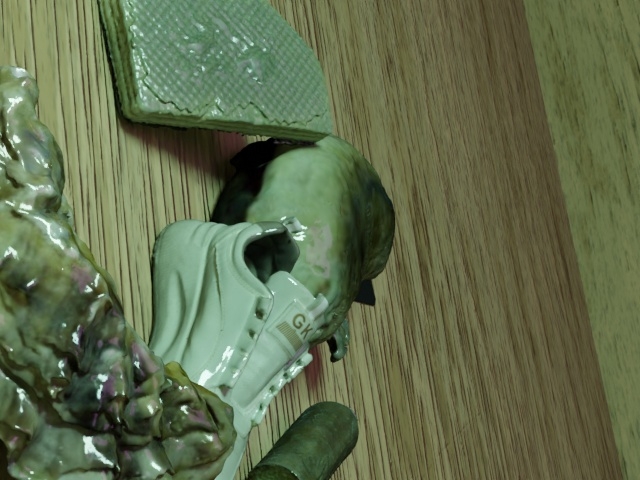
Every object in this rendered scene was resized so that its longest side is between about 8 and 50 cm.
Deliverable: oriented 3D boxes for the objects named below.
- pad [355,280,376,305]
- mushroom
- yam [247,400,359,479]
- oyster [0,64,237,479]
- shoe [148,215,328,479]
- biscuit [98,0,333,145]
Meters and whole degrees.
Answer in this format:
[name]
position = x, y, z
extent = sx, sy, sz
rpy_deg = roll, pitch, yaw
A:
[pad]
position = 0.033, 0.000, 1.919
extent = 0.112, 0.003, 0.157
rpy_deg = 19, 56, -65
[mushroom]
position = 0.002, -0.001, 1.657
extent = 0.247, 0.130, 0.344
rpy_deg = 68, 21, -1
[yam]
position = -0.017, 0.215, 1.526
extent = 0.068, 0.068, 0.169
rpy_deg = 70, 24, -9
[oyster]
position = -0.184, 0.044, 1.147
extent = 0.238, 0.115, 0.351
rpy_deg = -36, 108, -69
[shoe]
position = -0.065, 0.094, 1.364
extent = 0.124, 0.159, 0.316
rpy_deg = 54, 25, -45
[biscuit]
position = -0.094, -0.175, 1.524
extent = 0.252, 0.052, 0.150
rpy_deg = 6, 67, -44
